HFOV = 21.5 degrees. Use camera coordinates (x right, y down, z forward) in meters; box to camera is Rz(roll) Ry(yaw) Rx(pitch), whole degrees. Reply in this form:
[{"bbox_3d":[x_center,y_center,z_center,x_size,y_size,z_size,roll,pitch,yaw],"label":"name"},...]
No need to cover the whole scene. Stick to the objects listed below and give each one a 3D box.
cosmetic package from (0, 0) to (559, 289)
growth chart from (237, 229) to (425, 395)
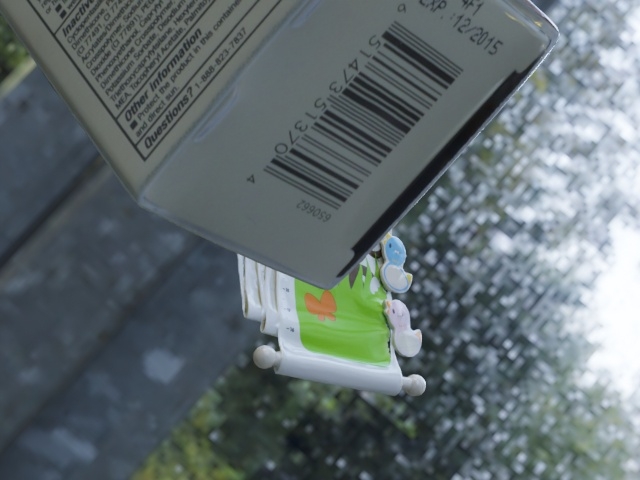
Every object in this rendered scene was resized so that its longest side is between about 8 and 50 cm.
[{"bbox_3d":[-0.056,-0.136,0.727,0.129,0.153,0.296,27,20,-49],"label":"cosmetic package"},{"bbox_3d":[0.000,0.000,1.237,0.172,0.237,0.021,4,-23,-38],"label":"growth chart"}]
